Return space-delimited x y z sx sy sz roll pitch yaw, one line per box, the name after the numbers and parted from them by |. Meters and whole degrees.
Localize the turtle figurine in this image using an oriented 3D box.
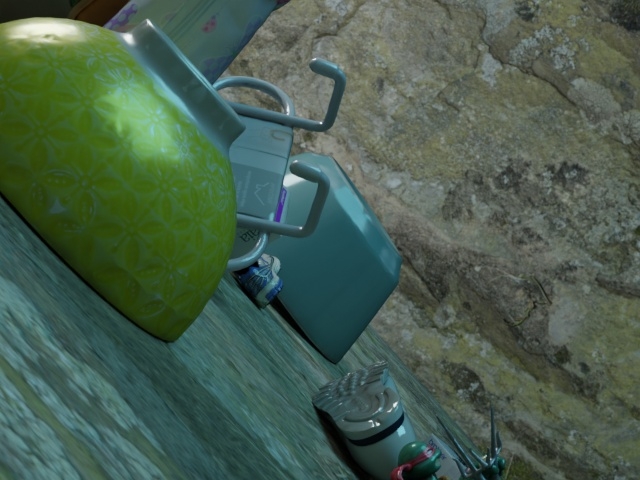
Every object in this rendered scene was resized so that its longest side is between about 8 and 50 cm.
0.140 0.260 1.517 0.234 0.118 0.175 63 15 -8 | turtle figurine

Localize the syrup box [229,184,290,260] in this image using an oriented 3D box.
-0.146 -0.086 1.865 0.237 0.093 0.096 48 28 -23 | syrup box

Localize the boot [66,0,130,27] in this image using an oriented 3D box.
-0.186 -0.166 1.533 0.152 0.197 0.073 40 25 -11 | boot

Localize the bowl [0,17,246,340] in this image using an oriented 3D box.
-0.152 -0.079 1.237 0.289 0.156 0.289 47 2 -2 | bowl

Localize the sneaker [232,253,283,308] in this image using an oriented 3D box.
-0.082 0.034 1.970 0.058 0.052 0.135 43 3 -18 | sneaker

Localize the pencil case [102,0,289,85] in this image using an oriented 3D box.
-0.148 -0.169 1.439 0.113 0.273 0.124 43 -2 10 | pencil case

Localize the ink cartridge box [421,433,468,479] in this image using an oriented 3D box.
0.207 0.351 2.090 0.207 0.046 0.097 50 4 30 | ink cartridge box

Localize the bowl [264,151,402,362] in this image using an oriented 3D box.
0.000 0.000 2.216 0.311 0.163 0.311 55 5 -7 | bowl

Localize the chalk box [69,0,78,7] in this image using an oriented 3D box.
-0.214 -0.314 1.822 0.213 0.132 0.132 15 -16 1 | chalk box

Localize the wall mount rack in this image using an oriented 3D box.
-0.134 -0.131 1.704 0.304 0.130 0.350 13 39 -3 | wall mount rack

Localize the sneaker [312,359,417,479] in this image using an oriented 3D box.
0.054 0.193 1.646 0.095 0.090 0.235 61 3 -12 | sneaker

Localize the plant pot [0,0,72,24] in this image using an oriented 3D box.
-0.357 -0.303 1.886 0.109 0.096 0.109 49 2 41 | plant pot
